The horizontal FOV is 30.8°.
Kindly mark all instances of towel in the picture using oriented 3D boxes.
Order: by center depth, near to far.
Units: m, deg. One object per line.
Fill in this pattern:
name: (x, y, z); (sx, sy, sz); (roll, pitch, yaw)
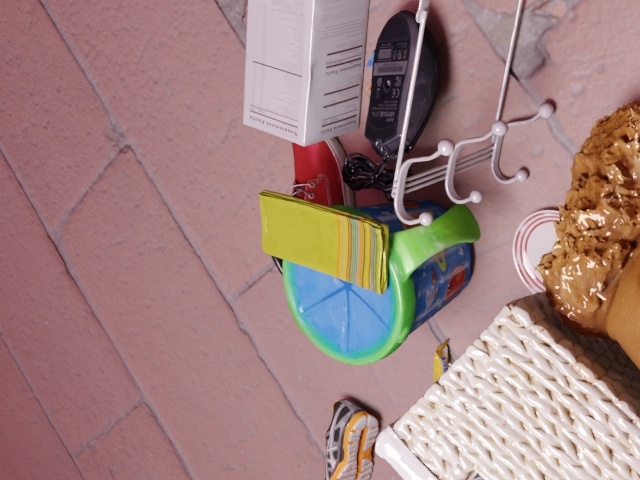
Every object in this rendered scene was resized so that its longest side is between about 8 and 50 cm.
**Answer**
towel: (0.000, 0.000, 1.636); (0.237, 0.021, 0.102); (18, 116, 40)

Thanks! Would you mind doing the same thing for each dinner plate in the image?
dinner plate: (0.336, 0.023, 1.648); (0.141, 0.017, 0.141); (18, 119, 37)

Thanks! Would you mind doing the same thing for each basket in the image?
basket: (0.308, 0.263, 1.506); (0.328, 0.331, 0.266); (44, 105, 16)

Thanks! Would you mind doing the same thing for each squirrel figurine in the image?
squirrel figurine: (0.450, -0.034, 1.344); (0.397, 0.281, 0.370); (24, 116, 32)

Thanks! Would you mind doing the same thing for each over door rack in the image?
over door rack: (0.201, -0.198, 1.526); (0.108, 0.240, 0.324); (18, 119, 41)

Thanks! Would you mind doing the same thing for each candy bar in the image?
candy bar: (0.193, 0.234, 1.852); (0.018, 0.040, 0.161); (10, 114, 31)

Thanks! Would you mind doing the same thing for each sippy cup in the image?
sippy cup: (0.101, 0.042, 1.730); (0.306, 0.224, 0.240); (14, 114, 40)

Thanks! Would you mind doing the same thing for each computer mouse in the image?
computer mouse: (0.118, -0.196, 1.695); (0.188, 0.072, 0.272); (23, 104, 63)

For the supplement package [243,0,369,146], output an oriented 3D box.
supplement package: (-0.023, -0.288, 1.779); (0.139, 0.134, 0.244); (24, 121, 35)

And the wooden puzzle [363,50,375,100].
wooden puzzle: (0.102, -0.226, 1.772); (0.116, 0.014, 0.078); (49, 133, 18)

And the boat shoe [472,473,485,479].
boat shoe: (0.312, 0.393, 1.757); (0.320, 0.103, 0.118); (-10, 100, 45)

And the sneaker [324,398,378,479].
sneaker: (0.043, 0.368, 2.031); (0.083, 0.084, 0.214); (43, 129, 40)

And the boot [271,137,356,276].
boot: (-0.032, -0.061, 1.850); (0.088, 0.176, 0.244); (-8, 99, 47)
